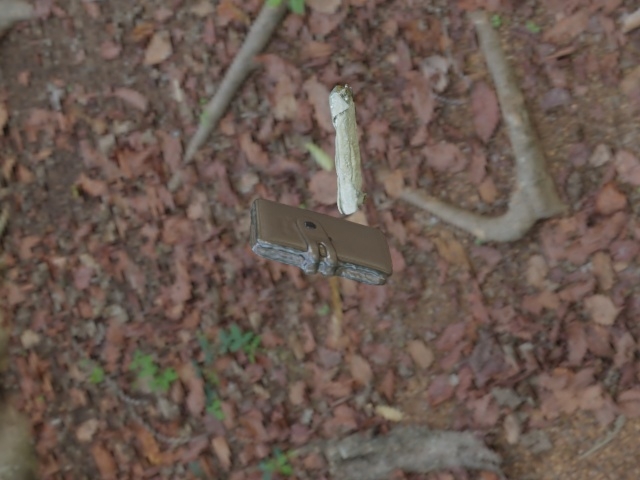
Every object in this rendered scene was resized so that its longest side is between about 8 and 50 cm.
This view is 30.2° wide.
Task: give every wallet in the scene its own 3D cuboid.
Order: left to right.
[{"bbox_3d":[0.000,0.000,1.264,0.118,0.152,0.039,-100,29,-62],"label":"wallet"}]

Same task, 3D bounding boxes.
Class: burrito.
[{"bbox_3d":[0.035,-0.123,1.628,0.041,0.045,0.186,5,112,26],"label":"burrito"}]
